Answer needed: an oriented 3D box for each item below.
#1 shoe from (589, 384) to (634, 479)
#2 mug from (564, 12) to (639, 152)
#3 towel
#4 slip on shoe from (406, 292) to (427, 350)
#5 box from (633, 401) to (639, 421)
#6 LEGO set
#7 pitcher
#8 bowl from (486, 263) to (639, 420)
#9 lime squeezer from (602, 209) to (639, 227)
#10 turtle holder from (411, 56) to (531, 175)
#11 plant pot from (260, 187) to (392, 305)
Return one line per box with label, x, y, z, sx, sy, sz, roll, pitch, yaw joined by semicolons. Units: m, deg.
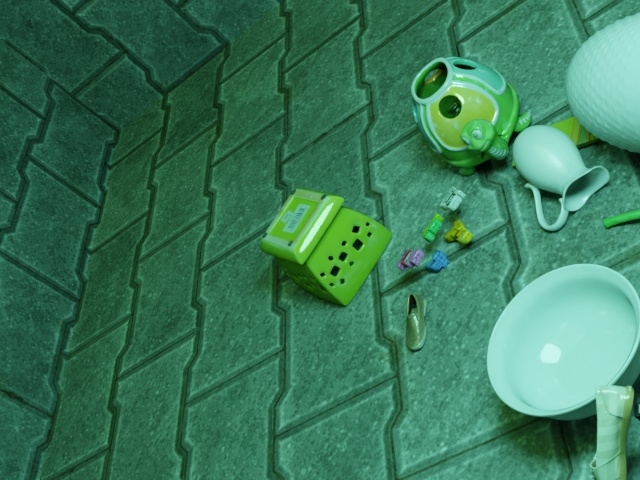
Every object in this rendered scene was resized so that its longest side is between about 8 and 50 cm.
shoe;0.454;0.332;1.446;0.076;0.058;0.218;-42;-44;-76
mug;0.658;-0.344;1.754;0.374;0.276;0.328;-61;21;-1
towel;0.538;-0.230;2.033;0.237;0.021;0.102;-17;40;42
slip on shoe;0.207;0.177;2.003;0.051;0.041;0.135;-20;44;39
box;0.581;0.271;1.395;0.162;0.116;0.029;-22;41;36
LEGO set;0.283;-0.006;2.048;0.227;0.087;0.093;-55;18;-7
pitcher;0.483;-0.135;1.926;0.177;0.126;0.207;-56;41;20
bowl;0.453;0.199;1.603;0.298;0.134;0.297;-30;39;28
lime squeezer;0.680;-0.090;1.709;0.310;0.058;0.110;-37;3;21
turtle holder;0.328;-0.288;2.137;0.243;0.227;0.320;-25;41;39
plant pot;0.000;0.000;2.276;0.228;0.207;0.227;-56;33;-11
